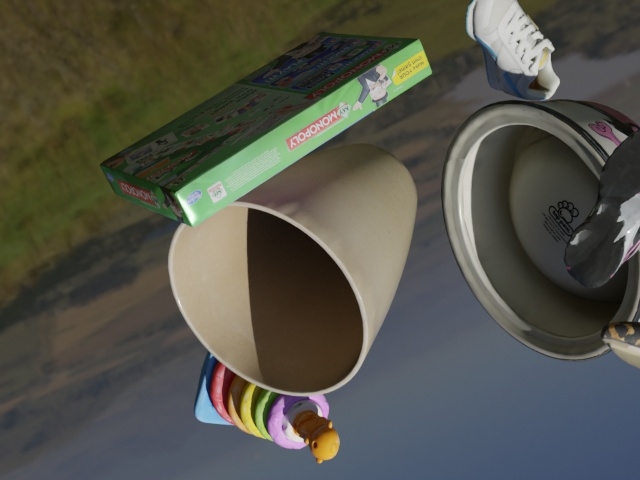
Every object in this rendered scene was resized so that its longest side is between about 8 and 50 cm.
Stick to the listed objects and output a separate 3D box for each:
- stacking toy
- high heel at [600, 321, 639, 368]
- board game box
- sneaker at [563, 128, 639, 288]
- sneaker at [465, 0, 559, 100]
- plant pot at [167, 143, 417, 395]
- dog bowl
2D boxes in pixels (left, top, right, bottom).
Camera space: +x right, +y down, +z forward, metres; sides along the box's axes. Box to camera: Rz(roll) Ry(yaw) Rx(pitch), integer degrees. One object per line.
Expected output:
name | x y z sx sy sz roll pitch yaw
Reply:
stacking toy | -0.053 0.259 1.962 0.166 0.175 0.302 9 -168 -35
high heel | 0.415 0.057 1.413 0.261 0.186 0.093 12 170 -30
board game box | -0.063 -0.131 1.370 0.317 0.046 0.213 -34 -154 -20
sneaker | 0.297 -0.040 1.201 0.077 0.072 0.178 -20 148 -57
sneaker | 0.264 -0.275 1.711 0.087 0.092 0.228 -57 146 -12
plant pot | 0.000 0.000 1.495 0.256 0.256 0.274 -30 -168 42
dog bowl | 0.373 -0.031 1.903 0.150 0.408 0.408 -22 174 -32
